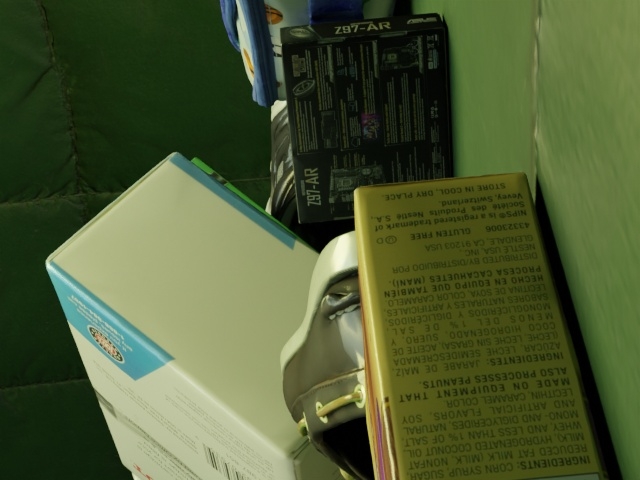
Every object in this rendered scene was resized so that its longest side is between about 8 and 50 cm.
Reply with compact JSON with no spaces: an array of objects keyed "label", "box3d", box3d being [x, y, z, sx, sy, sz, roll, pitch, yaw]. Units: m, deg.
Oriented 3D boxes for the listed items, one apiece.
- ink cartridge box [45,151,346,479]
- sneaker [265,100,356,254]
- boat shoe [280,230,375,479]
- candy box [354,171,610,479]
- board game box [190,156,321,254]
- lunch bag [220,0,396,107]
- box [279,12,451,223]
[{"label":"ink cartridge box","box3d":[-0.051,0.118,0.998,0.223,0.129,0.307,34,154,23]},{"label":"sneaker","box3d":[0.000,0.000,1.182,0.153,0.101,0.268,-93,1,-48]},{"label":"boat shoe","box3d":[0.024,0.067,0.567,0.228,0.081,0.068,92,177,-67]},{"label":"candy box","box3d":[0.043,0.085,0.349,0.109,0.053,0.186,85,180,-45]},{"label":"board game box","box3d":[-0.026,0.087,1.148,0.213,0.046,0.317,37,158,20]},{"label":"lunch bag","box3d":[-0.018,-0.206,0.770,0.303,0.115,0.243,81,-179,-81]},{"label":"box","box3d":[0.020,-0.050,0.573,0.018,0.067,0.083,-96,0,-61]}]
